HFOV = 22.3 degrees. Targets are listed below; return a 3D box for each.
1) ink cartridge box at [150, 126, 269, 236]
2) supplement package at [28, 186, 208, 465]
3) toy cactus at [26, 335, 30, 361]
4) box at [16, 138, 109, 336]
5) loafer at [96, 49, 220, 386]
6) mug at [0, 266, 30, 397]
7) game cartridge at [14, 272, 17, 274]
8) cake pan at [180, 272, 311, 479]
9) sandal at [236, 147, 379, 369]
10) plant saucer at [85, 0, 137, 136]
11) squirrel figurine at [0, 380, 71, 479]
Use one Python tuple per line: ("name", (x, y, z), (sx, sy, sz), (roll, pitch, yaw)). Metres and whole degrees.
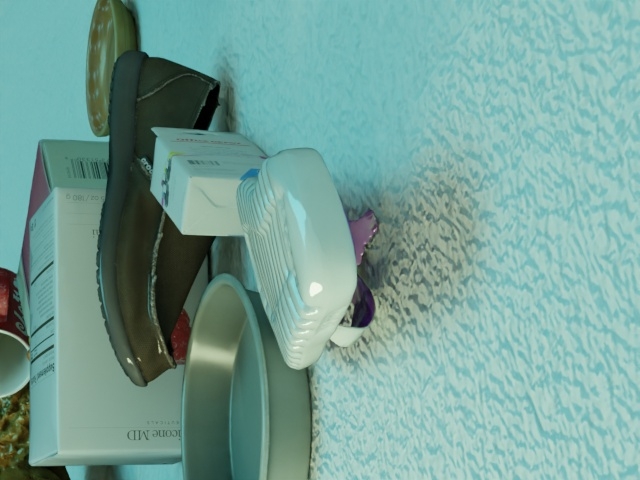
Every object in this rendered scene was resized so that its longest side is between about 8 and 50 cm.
("ink cartridge box", (-0.105, -0.059, 1.612), (0.181, 0.104, 0.061), (-133, 49, -64))
("supplement package", (-0.228, 0.102, 1.834), (0.175, 0.177, 0.293), (149, 120, -67))
("toy cactus", (-0.260, 0.115, 1.993), (0.112, 0.219, 0.180), (-35, 16, 43))
("box", (-0.296, 0.000, 2.078), (0.127, 0.149, 0.232), (-112, 30, -48))
("loafer", (-0.159, -0.030, 1.704), (0.134, 0.130, 0.366), (85, -175, -76))
("mug", (-0.427, 0.105, 2.171), (0.150, 0.113, 0.169), (-47, 27, 18))
("game cartridge", (-0.446, 0.080, 2.418), (0.297, 0.198, 0.062), (166, 106, -71))
("cake pan", (-0.075, 0.178, 1.580), (0.293, 0.054, 0.293), (-178, 90, -70))
("sandal", (0.004, 0.015, 1.315), (0.416, 0.102, 0.169), (155, 102, -83))
("plant saucer", (-0.288, -0.242, 2.246), (0.200, 0.037, 0.200), (-179, 90, -71))
("squirrel figurine", (-0.408, 0.325, 2.202), (0.370, 0.281, 0.397), (-6, 85, 64))
